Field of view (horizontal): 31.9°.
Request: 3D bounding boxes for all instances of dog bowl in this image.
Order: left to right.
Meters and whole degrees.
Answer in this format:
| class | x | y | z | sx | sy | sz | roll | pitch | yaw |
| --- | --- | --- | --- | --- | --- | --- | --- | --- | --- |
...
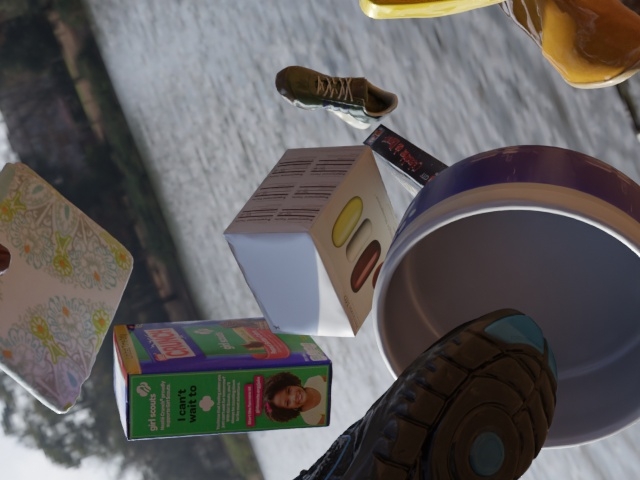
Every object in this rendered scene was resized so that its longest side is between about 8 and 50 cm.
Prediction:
| class | x | y | z | sx | sy | sz | roll | pitch | yaw |
| --- | --- | --- | --- | --- | --- | --- | --- | --- | --- |
| dog bowl | 0.184 | 0.053 | 0.990 | 0.104 | 0.265 | 0.264 | -66 | -36 | -55 |

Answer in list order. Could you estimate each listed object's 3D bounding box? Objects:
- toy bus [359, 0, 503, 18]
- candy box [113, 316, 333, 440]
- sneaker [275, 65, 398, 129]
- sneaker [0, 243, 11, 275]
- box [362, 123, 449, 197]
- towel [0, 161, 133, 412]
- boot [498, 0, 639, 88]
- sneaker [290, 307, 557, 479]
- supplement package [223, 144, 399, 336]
| class | x | y | z | sx | sy | sz | roll | pitch | yaw |
| --- | --- | --- | --- | --- | --- | --- | --- | --- | --- |
| toy bus | 0.080 | -0.294 | 0.794 | 0.211 | 0.150 | 0.220 | 106 | 155 | -81 |
| candy box | -0.167 | 0.214 | 1.803 | 0.268 | 0.317 | 0.122 | -142 | 50 | -71 |
| sneaker | 0.033 | -0.221 | 1.651 | 0.086 | 0.192 | 0.064 | -17 | 63 | 46 |
| sneaker | -0.377 | 0.025 | 0.935 | 0.162 | 0.281 | 0.106 | 1 | -90 | -61 |
| box | 0.169 | -0.076 | 1.641 | 0.159 | 0.044 | 0.233 | 44 | 180 | -31 |
| towel | -0.501 | 0.071 | 1.977 | 0.320 | 0.090 | 0.374 | 43 | -142 | -25 |
| boot | 0.263 | -0.296 | 1.310 | 0.211 | 0.104 | 0.295 | 49 | -178 | -23 |
| sneaker | 0.042 | 0.172 | 0.836 | 0.125 | 0.341 | 0.140 | 56 | 154 | -16 |
| supplement package | 0.000 | 0.000 | 1.612 | 0.203 | 0.149 | 0.194 | -56 | -46 | -41 |
